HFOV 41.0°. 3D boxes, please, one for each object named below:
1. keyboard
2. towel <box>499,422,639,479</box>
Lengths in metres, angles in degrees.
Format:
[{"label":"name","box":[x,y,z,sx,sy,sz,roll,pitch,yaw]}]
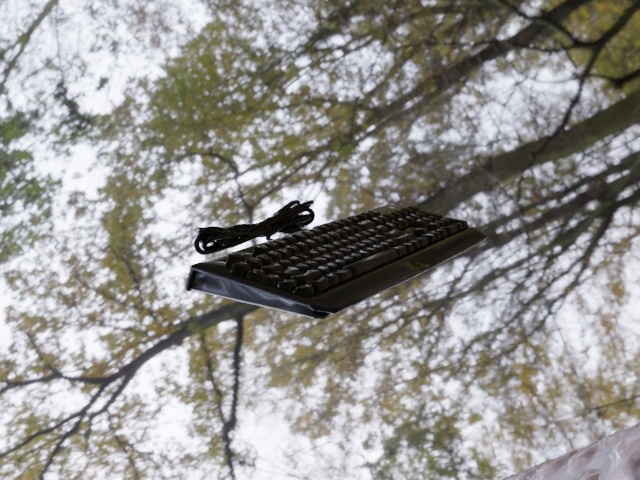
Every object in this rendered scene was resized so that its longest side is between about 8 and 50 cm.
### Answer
[{"label":"keyboard","box":[0.000,0.000,0.728,0.317,0.202,0.033,-18,-66,-59]},{"label":"towel","box":[0.196,0.135,0.438,0.317,0.332,0.053,0,-120,-27]}]
